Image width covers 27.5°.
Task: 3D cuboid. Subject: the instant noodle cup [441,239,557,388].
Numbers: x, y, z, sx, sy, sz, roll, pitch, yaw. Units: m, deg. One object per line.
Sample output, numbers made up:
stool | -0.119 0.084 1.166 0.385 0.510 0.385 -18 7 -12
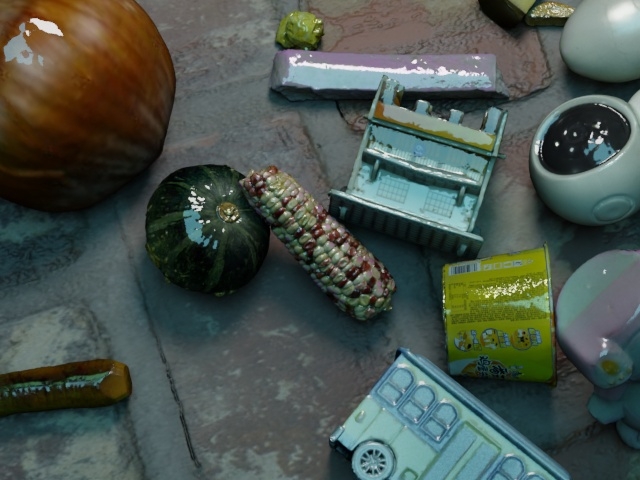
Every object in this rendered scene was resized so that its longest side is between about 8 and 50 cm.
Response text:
instant noodle cup | 0.246 0.104 1.804 0.153 0.205 0.205 -3 75 6

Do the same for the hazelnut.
hazelnut | -0.383 -0.215 1.845 0.372 0.315 0.372 -4 104 -16

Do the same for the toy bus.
toy bus | 0.176 0.309 1.765 0.312 0.152 0.190 39 78 11

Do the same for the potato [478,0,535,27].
potato | 0.296 -0.391 2.002 0.103 0.066 0.096 -43 92 -15

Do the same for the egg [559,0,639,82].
egg | 0.454 -0.310 1.934 0.209 0.151 0.151 -24 76 -2

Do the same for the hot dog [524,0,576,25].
hot dog | 0.358 -0.349 2.007 0.090 0.030 0.034 0 70 0

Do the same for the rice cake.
rice cake | 0.105 -0.246 1.968 0.364 0.056 0.073 2 77 1

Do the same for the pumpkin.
pumpkin | -0.160 -0.016 1.857 0.190 0.146 0.190 13 51 -16

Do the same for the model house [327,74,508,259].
model house | 0.143 -0.106 1.850 0.224 0.198 0.215 17 94 3

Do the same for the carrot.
carrot | -0.397 0.214 1.838 0.260 0.070 0.070 -9 75 -1

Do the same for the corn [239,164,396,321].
corn | 0.000 0.000 1.837 0.092 0.092 0.280 -44 103 -11

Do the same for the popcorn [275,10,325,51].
popcorn | -0.032 -0.320 1.987 0.083 0.068 0.060 2 62 33

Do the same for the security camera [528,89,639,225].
security camera | 0.415 -0.115 1.867 0.236 0.194 0.195 -11 75 3

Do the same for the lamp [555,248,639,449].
lamp | 0.434 0.133 1.760 0.247 0.301 0.247 -47 39 6
